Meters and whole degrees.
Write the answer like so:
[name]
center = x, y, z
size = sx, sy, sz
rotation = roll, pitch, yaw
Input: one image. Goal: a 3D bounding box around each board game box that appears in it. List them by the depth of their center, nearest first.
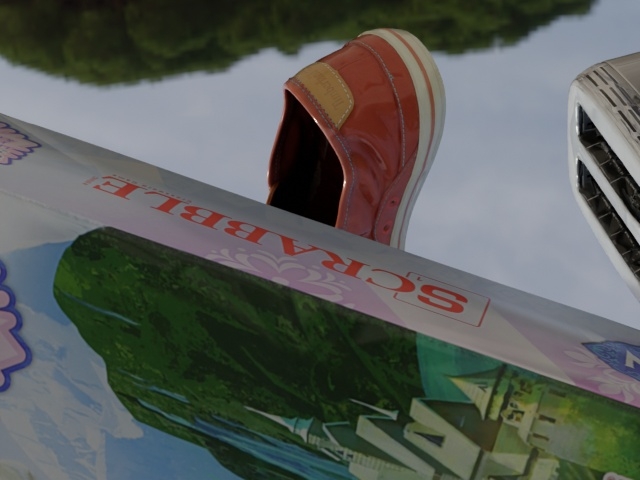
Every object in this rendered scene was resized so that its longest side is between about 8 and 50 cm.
[board game box]
center = -0.034, 0.149, 0.452
size = 0.318, 0.318, 0.066
rotation = 18, -162, 8

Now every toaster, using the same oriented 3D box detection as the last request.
[toaster]
center = 0.240, -0.045, 0.899
size = 0.146, 0.129, 0.227
rotation = -12, -142, -7

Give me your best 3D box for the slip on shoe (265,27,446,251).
[slip on shoe]
center = 0.000, 0.000, 1.056
size = 0.101, 0.331, 0.123
rotation = -18, -129, -28
